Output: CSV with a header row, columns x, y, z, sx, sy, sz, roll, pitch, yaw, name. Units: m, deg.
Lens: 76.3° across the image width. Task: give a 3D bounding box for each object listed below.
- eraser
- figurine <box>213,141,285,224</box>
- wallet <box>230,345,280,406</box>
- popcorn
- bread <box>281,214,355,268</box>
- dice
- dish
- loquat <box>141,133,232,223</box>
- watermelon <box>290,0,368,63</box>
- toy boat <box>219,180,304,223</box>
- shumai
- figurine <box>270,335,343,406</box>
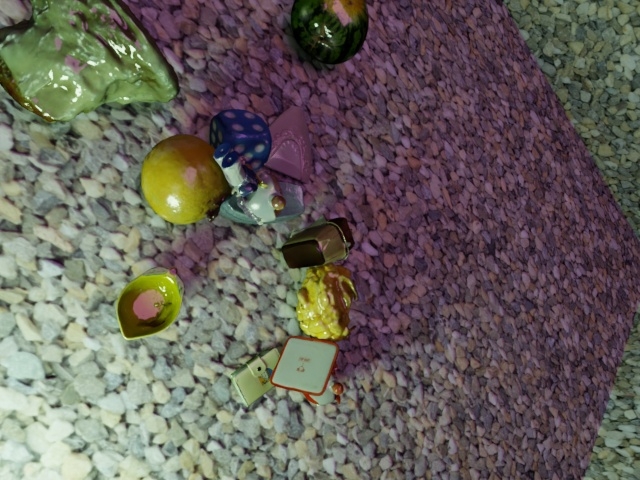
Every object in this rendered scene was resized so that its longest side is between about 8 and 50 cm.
x,y,z,sx,sy,sz,roll,pitch,yaw,name
-0.102,-0.333,1.341,0.204,0.059,0.244,17,79,-28,eraser
-0.179,-0.137,1.077,0.133,0.274,0.194,-45,80,-2,figurine
-0.180,0.397,1.204,0.155,0.039,0.110,-31,102,-30,wallet
0.022,0.183,1.252,0.189,0.250,0.251,-5,84,4,popcorn
0.000,0.000,1.266,0.212,0.224,0.143,-36,108,-45,bread
-0.235,-0.289,1.182,0.146,0.143,0.147,-12,52,-31,dice
-0.441,0.160,1.058,0.148,0.080,0.208,39,67,-16,dish
-0.349,-0.154,1.073,0.243,0.243,0.244,5,81,-30,loquat
0.032,-0.740,1.374,0.268,0.269,0.269,5,81,-30,watermelon
-0.178,-0.115,1.257,0.282,0.078,0.127,-7,90,-33,toy boat
-0.570,-0.421,0.959,0.397,0.324,0.323,44,79,-13,shumai
-0.003,0.421,1.222,0.226,0.183,0.160,60,44,-40,figurine
